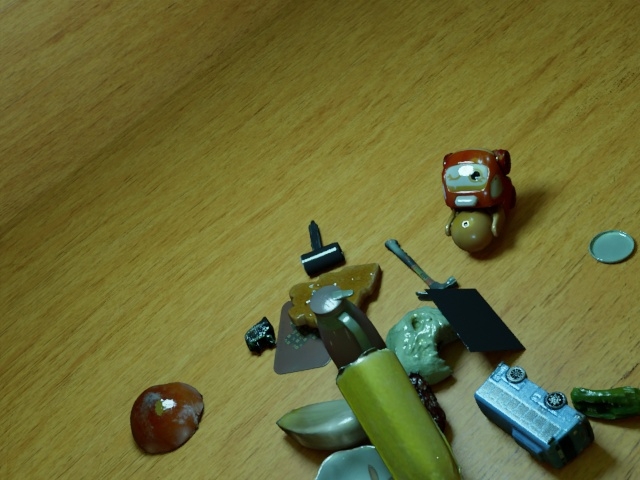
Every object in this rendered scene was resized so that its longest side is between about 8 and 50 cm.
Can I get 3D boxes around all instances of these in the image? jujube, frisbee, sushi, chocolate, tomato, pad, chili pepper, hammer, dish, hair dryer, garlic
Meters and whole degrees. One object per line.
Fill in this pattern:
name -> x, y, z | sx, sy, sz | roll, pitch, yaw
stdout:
jujube -> 0.239, 0.394, 1.667 | 0.104, 0.104, 0.166 | -19, 54, 13
frisbee -> 0.751, 0.016, 1.824 | 0.110, 0.014, 0.110 | -16, 42, 14
sushi -> -0.178, 0.283, 2.064 | 0.083, 0.056, 0.084 | -26, 39, 4
chocolate -> 0.196, 0.453, 1.535 | 0.162, 0.162, 0.445 | -31, 65, -1
tomato -> -0.448, 0.485, 1.979 | 0.228, 0.112, 0.199 | -31, 42, 3
pad -> 0.387, 0.196, 1.784 | 0.170, 0.006, 0.245 | 0, 33, -25
chili pepper -> 0.641, 0.343, 1.508 | 0.204, 0.072, 0.073 | -5, 44, 27
hammer -> 0.271, 0.076, 2.033 | 0.111, 0.033, 0.287 | -33, 40, -6
dish -> 0.087, 0.580, 1.589 | 0.229, 0.081, 0.229 | -15, 39, 13
hair dryer -> 0.000, 0.000, 2.251 | 0.128, 0.070, 0.255 | -21, 36, 10
garlic -> 0.023, 0.452, 1.731 | 0.318, 0.112, 0.143 | -6, 23, 35
pad -> -0.044, 0.265, 2.046 | 0.181, 0.004, 0.267 | -14, 43, 18

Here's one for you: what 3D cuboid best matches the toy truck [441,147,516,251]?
toy truck -> 0.429, -0.113, 1.969 | 0.189, 0.265, 0.239 | -1, 38, 32

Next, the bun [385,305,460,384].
bun -> 0.261, 0.255, 1.784 | 0.204, 0.126, 0.212 | -21, 42, 13

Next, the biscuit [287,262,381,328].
biscuit -> 0.049, 0.158, 2.052 | 0.306, 0.043, 0.284 | -29, 28, -11

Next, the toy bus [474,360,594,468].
toy bus -> 0.462, 0.384, 1.542 | 0.133, 0.116, 0.234 | -42, 40, -13

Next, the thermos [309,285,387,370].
thermos -> 0.070, 0.232, 1.812 | 0.146, 0.265, 0.176 | -42, 43, -14
